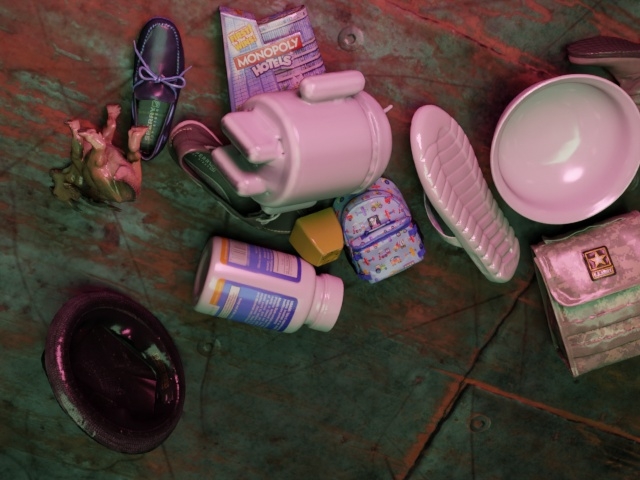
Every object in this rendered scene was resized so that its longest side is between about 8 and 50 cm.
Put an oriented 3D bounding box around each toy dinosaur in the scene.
[{"bbox_3d":[-0.374,-0.116,1.746,0.127,0.296,0.200,-15,117,-30],"label":"toy dinosaur"}]

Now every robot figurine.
[{"bbox_3d":[-0.016,-0.170,1.754,0.353,0.200,0.300,-11,142,-38],"label":"robot figurine"}]

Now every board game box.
[{"bbox_3d":[-0.101,-0.341,1.776,0.194,0.060,0.194,-20,117,0],"label":"board game box"}]

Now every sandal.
[{"bbox_3d":[0.258,-0.071,1.931,0.102,0.169,0.416,-9,125,40],"label":"sandal"}]

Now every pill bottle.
[{"bbox_3d":[-0.101,0.095,1.926,0.272,0.152,0.152,16,111,-16],"label":"pill bottle"}]

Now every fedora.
[{"bbox_3d":[-0.425,0.268,1.925,0.152,0.334,0.334,-24,120,36],"label":"fedora"}]

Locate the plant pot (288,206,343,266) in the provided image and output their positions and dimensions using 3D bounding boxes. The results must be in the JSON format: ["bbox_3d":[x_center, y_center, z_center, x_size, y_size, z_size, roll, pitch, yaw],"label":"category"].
[{"bbox_3d":[0.000,0.000,1.908,0.081,0.083,0.081,-21,156,-26],"label":"plant pot"}]

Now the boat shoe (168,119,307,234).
[{"bbox_3d":[-0.149,-0.092,1.844,0.112,0.095,0.335,-43,122,16],"label":"boat shoe"}]

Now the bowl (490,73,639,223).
[{"bbox_3d":[0.452,-0.191,1.895,0.298,0.134,0.298,-3,116,-7],"label":"bowl"}]

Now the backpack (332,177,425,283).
[{"bbox_3d":[0.109,-0.027,1.926,0.158,0.117,0.173,-22,113,0],"label":"backpack"}]

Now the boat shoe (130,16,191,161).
[{"bbox_3d":[-0.285,-0.263,1.766,0.109,0.089,0.258,1,115,-10],"label":"boat shoe"}]

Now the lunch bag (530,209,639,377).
[{"bbox_3d":[0.577,0.099,2.035,0.235,0.169,0.287,-19,108,3],"label":"lunch bag"}]

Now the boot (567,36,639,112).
[{"bbox_3d":[0.586,-0.302,1.899,0.246,0.083,0.161,-1,120,-7],"label":"boot"}]
